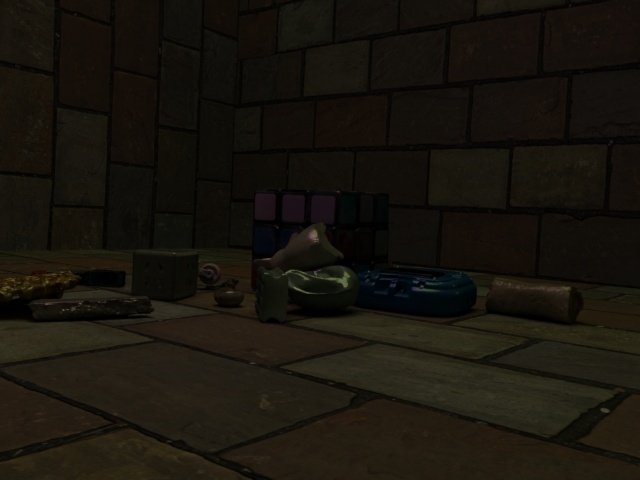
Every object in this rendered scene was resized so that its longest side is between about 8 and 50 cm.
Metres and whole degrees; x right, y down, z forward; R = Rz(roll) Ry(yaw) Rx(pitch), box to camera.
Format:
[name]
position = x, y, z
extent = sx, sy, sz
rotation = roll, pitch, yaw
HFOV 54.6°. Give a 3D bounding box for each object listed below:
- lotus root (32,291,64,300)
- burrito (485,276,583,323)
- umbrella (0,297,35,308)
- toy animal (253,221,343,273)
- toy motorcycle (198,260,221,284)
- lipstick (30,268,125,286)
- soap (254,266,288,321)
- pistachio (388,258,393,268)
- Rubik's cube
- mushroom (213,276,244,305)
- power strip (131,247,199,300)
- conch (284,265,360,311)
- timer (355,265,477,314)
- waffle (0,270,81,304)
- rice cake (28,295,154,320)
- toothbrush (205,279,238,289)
[lotus root]
position = -0.726, 0.128, 1.626
extent = 0.150, 0.062, 0.073
rotation = 6, 3, 32
[burrito]
position = 0.591, 0.168, 1.771
extent = 0.143, 0.105, 0.299
rotation = 14, -7, -41
[umbrella]
position = -0.745, 0.152, 1.483
extent = 0.027, 0.025, 0.165
rotation = 20, 11, 18
[toy animal]
position = -0.075, 0.057, 1.814
extent = 0.282, 0.140, 0.138
rotation = -32, -2, 35
[toy motorcycle]
position = -0.454, 0.099, 2.025
extent = 0.254, 0.112, 0.112
rotation = -3, 3, -4
[lipstick]
position = -0.790, 0.116, 2.011
extent = 0.312, 0.051, 0.051
rotation = 2, 3, 8
[soap]
position = -0.125, 0.132, 1.557
extent = 0.067, 0.119, 0.198
rotation = 5, 2, -10
[pistachio]
position = 0.219, 0.124, 2.363
extent = 0.129, 0.131, 0.206
rotation = -42, 0, 10
[Rubik's cube]
position = 0.000, 0.000, 2.077
extent = 0.362, 0.358, 0.363
rotation = 7, 4, 37
[mushroom]
position = -0.250, 0.139, 1.697
extent = 0.085, 0.079, 0.085
rotation = 1, 5, 0
[power strip]
position = -0.446, 0.096, 1.842
extent = 0.139, 0.140, 0.224
rotation = 3, 1, 12
[conch]
position = 0.003, 0.132, 1.665
extent = 0.221, 0.121, 0.185
rotation = -4, 0, -25
[timer]
position = 0.279, 0.145, 1.846
extent = 0.340, 0.115, 0.309
rotation = 4, 6, 33
[waffle]
position = -0.717, 0.111, 1.458
extent = 0.281, 0.060, 0.262
rotation = -3, 1, 18
[rice cake]
position = -0.517, 0.153, 1.409
extent = 0.270, 0.049, 0.055
rotation = 0, -11, -28
[toothbrush]
position = -0.334, 0.152, 2.120
extent = 0.019, 0.016, 0.219
rotation = -5, 1, 19
